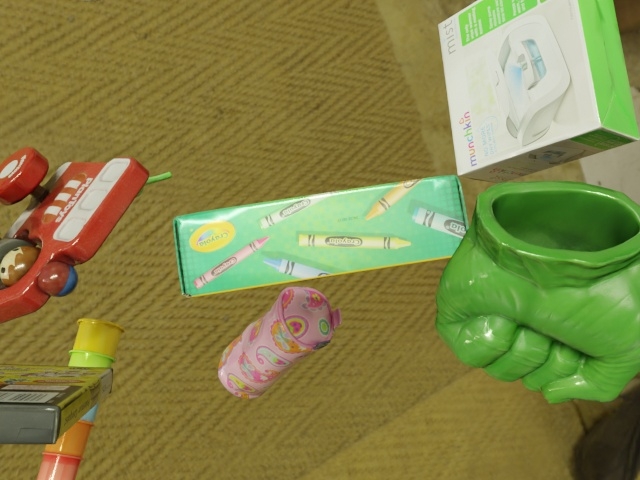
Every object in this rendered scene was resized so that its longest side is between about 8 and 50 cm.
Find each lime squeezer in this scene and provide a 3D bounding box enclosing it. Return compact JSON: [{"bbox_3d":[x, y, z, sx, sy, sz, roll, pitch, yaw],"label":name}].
[{"bbox_3d":[-0.474,-0.109,1.311,0.310,0.109,0.059,-31,111,-28],"label":"lime squeezer"}]

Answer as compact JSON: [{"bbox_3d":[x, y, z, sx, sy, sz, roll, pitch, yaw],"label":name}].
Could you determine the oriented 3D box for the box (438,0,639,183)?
[{"bbox_3d":[0.316,-0.244,0.862,0.126,0.231,0.262,3,78,-39],"label":"box"}]

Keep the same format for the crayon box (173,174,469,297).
[{"bbox_3d":[0.000,0.000,0.618,0.278,0.165,0.081,-8,87,-2],"label":"crayon box"}]

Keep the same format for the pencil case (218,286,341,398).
[{"bbox_3d":[-0.079,0.186,1.020,0.124,0.284,0.124,19,49,-24],"label":"pencil case"}]

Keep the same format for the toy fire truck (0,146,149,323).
[{"bbox_3d":[-0.419,-0.007,0.876,0.169,0.253,0.302,52,56,-40],"label":"toy fire truck"}]

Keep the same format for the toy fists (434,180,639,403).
[{"bbox_3d":[0.218,0.046,0.381,0.278,0.142,0.096,0,43,0],"label":"toy fists"}]

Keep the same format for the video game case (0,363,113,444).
[{"bbox_3d":[-0.372,0.156,0.574,0.274,0.248,0.035,4,85,-9],"label":"video game case"}]

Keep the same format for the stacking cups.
[{"bbox_3d":[-0.453,0.313,1.092,0.095,0.096,0.317,14,64,-20],"label":"stacking cups"}]
